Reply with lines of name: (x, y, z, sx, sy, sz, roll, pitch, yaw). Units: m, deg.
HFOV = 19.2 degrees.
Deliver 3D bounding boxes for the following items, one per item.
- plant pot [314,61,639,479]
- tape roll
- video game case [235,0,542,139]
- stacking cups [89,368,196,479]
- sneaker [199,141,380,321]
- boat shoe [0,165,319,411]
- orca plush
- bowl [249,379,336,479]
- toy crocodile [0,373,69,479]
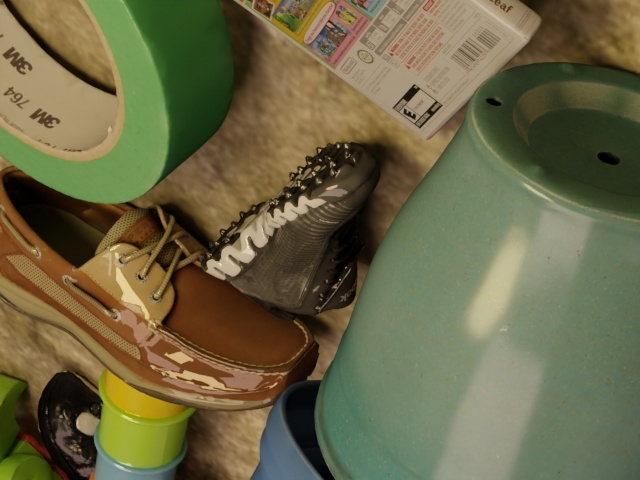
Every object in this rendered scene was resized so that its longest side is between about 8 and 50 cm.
plant pot: (0.153, 0.036, 1.200, 0.271, 0.271, 0.255, 26, 125, 18)
tape roll: (-0.209, -0.177, 1.394, 0.321, 0.077, 0.321, 30, 146, 24)
video game case: (0.028, -0.158, 1.223, 0.193, 0.023, 0.212, 36, 161, -3)
stacking cups: (-0.173, 0.200, 1.704, 0.096, 0.096, 0.316, 29, 128, 15)
sneaker: (0.000, 0.000, 1.430, 0.106, 0.078, 0.234, 43, 147, -8)
boat shoe: (-0.154, 0.033, 1.558, 0.324, 0.122, 0.120, 22, 136, 22)
orca plush: (-0.215, 0.268, 1.859, 0.151, 0.102, 0.287, 14, 136, 31)
bowl: (0.122, 0.237, 1.341, 0.391, 0.391, 0.077, 33, 102, 10)
toy crocodile: (-0.291, 0.279, 1.951, 0.115, 0.105, 0.341, 6, 135, 39)
